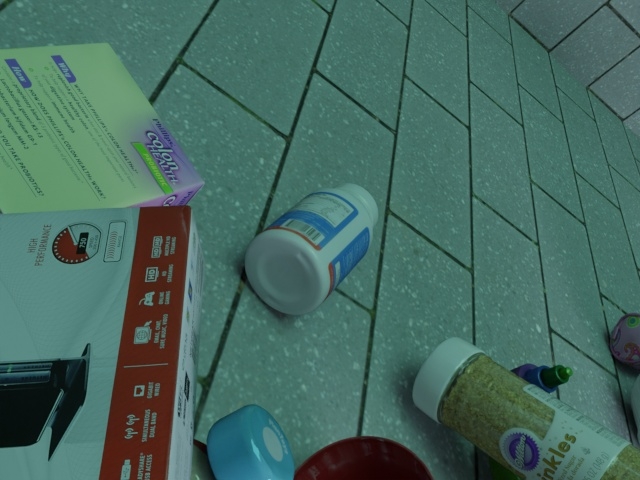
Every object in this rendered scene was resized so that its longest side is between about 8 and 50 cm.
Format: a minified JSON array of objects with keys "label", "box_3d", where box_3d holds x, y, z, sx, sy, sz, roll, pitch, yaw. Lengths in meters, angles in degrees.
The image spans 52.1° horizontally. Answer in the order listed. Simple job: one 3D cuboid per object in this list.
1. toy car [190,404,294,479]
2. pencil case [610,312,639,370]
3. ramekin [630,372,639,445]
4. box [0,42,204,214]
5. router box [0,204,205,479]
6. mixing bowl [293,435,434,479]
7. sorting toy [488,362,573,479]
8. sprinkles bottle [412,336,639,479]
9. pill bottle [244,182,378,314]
[{"label":"toy car","box_3d":[-0.081,0.269,0.599,0.210,0.219,0.238,61,10,14]},{"label":"pencil case","box_3d":[0.781,0.253,1.498,0.284,0.124,0.124,20,46,-34]},{"label":"ramekin","box_3d":[0.747,0.325,1.290,0.273,0.273,0.127,32,29,-22]},{"label":"box","box_3d":[-0.293,-0.089,0.713,0.213,0.117,0.243,54,38,6]},{"label":"router box","box_3d":[-0.245,0.132,0.469,0.301,0.082,0.335,-3,52,-2]},{"label":"mixing bowl","box_3d":[0.049,0.314,0.696,0.181,0.181,0.098,-80,154,-45]},{"label":"sorting toy","box_3d":[0.323,0.331,0.917,0.127,0.126,0.366,26,53,-17]},{"label":"sprinkles bottle","box_3d":[0.290,0.260,0.849,0.355,0.121,0.121,30,23,38]},{"label":"pill bottle","box_3d":[0.000,0.000,0.924,0.124,0.124,0.221,49,37,-1]}]
